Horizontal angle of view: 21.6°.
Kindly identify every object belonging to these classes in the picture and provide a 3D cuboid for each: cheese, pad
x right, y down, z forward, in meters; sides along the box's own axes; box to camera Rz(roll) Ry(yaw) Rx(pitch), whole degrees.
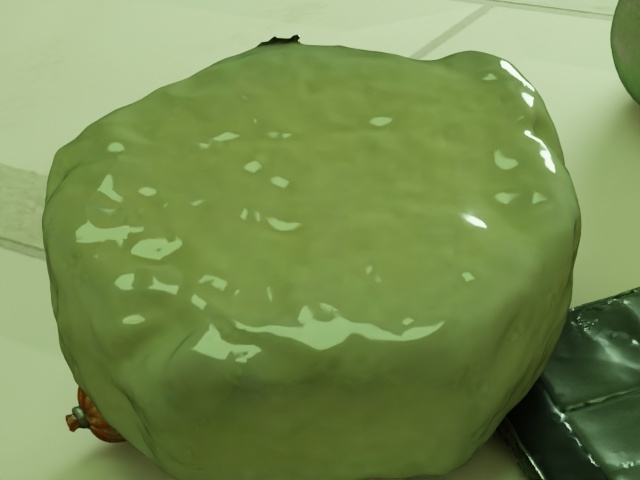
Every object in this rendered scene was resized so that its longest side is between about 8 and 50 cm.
[{"bbox_3d":[0.000,0.000,0.980,0.318,0.115,0.326,32,52,33],"label":"cheese"},{"bbox_3d":[0.189,0.096,0.935,0.174,0.022,0.233,-17,31,-12],"label":"pad"}]

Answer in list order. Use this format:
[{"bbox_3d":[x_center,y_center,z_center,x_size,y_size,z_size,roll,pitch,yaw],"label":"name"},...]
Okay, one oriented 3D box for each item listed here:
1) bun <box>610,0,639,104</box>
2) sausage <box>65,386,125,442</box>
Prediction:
[{"bbox_3d":[0.339,-0.207,1.211,0.293,0.187,0.293,-19,19,7],"label":"bun"},{"bbox_3d":[0.002,0.047,1.049,0.348,0.053,0.053,-22,31,-18],"label":"sausage"}]
